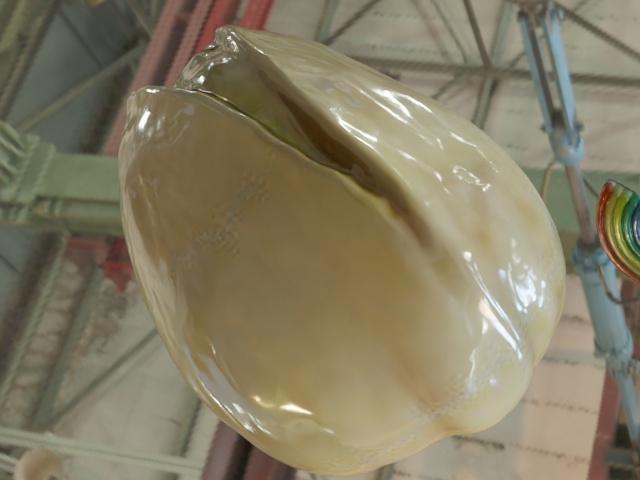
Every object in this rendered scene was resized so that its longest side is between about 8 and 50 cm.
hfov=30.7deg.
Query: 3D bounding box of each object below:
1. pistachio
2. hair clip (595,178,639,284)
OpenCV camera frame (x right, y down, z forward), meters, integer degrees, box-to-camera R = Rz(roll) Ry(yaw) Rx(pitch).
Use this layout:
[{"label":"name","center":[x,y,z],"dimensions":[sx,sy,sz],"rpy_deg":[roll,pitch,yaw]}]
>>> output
[{"label":"pistachio","center":[0.000,0.000,0.699],"dimensions":[0.229,0.238,0.321],"rpy_deg":[-35,-131,-16]},{"label":"hair clip","center":[0.259,0.020,0.746],"dimensions":[0.188,0.060,0.033],"rpy_deg":[21,-140,1]}]
